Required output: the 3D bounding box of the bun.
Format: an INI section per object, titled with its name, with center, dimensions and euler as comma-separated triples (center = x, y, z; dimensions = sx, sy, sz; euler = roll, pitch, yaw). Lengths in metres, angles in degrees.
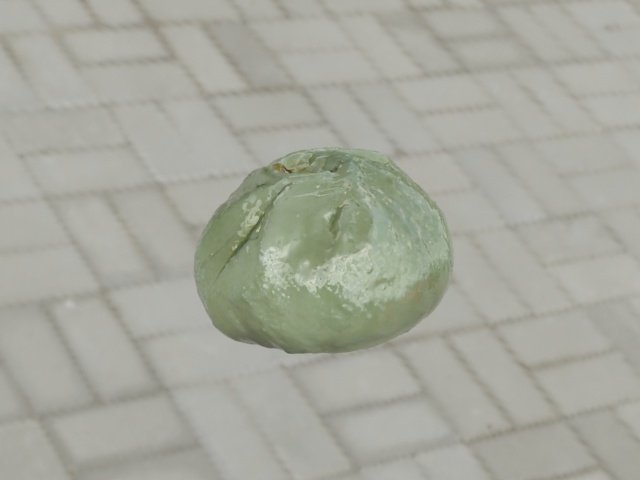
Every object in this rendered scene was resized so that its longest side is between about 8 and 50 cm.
[bun]
center = 0.000, 0.000, 1.245
dimensions = 0.195, 0.118, 0.195
euler = -7, 25, 3
